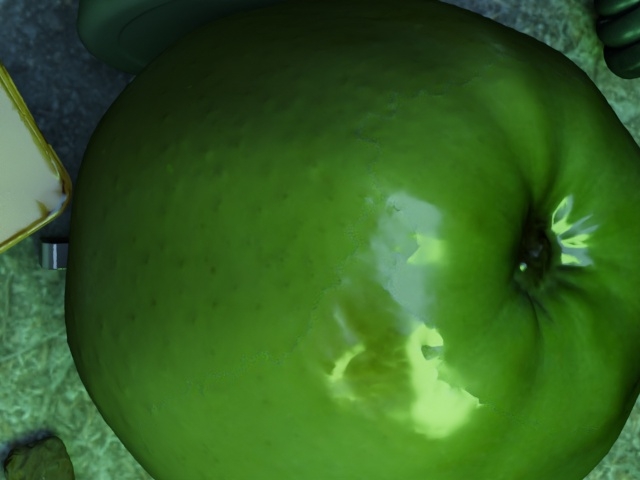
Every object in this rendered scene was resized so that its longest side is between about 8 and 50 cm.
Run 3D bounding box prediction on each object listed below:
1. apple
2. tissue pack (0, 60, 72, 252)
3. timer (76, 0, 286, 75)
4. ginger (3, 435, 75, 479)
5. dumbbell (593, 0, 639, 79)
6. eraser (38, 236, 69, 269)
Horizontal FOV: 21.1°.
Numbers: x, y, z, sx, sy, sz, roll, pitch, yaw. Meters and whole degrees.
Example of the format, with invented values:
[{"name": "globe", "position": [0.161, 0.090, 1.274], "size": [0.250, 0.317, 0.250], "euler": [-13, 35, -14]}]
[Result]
[{"name": "apple", "position": [0.039, 0.026, 1.300], "size": [0.474, 0.473, 0.473], "euler": [-1, 96, -12]}, {"name": "tissue pack", "position": [-0.317, -0.055, 1.414], "size": [0.194, 0.274, 0.145], "euler": [-35, 103, -6]}, {"name": "timer", "position": [-0.068, -0.320, 1.467], "size": [0.291, 0.291, 0.315], "euler": [-2, 76, -12]}, {"name": "ginger", "position": [-0.189, 0.304, 1.575], "size": [0.122, 0.084, 0.290], "euler": [-40, 102, 2]}, {"name": "dumbbell", "position": [0.248, -0.316, 1.553], "size": [0.179, 0.179, 0.406], "euler": [-40, 103, -5]}, {"name": "eraser", "position": [-0.200, 0.010, 1.552], "size": [0.105, 0.065, 0.026], "euler": [-1, 98, -13]}]
